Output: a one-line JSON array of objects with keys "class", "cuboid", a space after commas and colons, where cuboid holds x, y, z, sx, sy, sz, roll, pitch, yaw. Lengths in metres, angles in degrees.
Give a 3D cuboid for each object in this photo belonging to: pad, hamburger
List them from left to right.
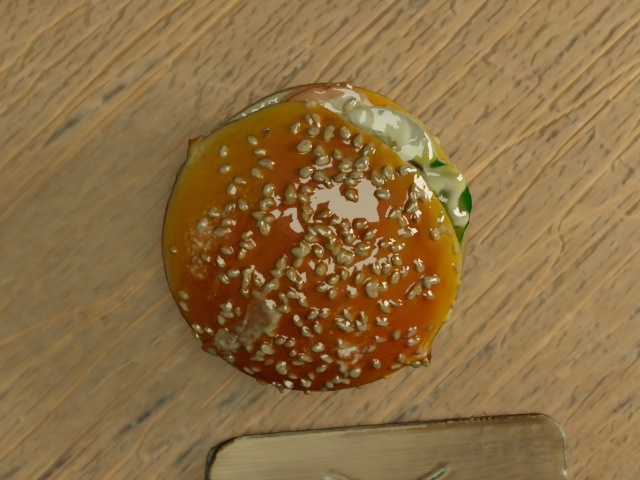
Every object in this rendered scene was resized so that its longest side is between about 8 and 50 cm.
[{"class": "hamburger", "cuboid": [-0.004, -0.001, 0.900, 0.237, 0.147, 0.237, 0, 91, -2]}, {"class": "pad", "cuboid": [0.060, 0.284, 0.969, 0.286, 0.018, 0.284, -4, 90, -5]}]
